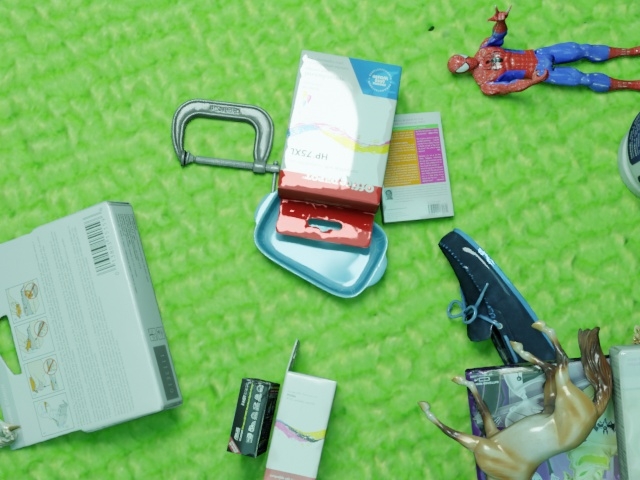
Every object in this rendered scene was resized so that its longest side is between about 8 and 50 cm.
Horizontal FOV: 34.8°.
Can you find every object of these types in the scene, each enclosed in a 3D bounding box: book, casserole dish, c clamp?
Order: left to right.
[{"bbox_3d":[-0.128,-0.124,1.379,0.161,0.022,0.137,12,83,0],"label":"c clamp"},{"bbox_3d":[0.000,0.000,1.359,0.188,0.037,0.114,30,83,2],"label":"casserole dish"},{"bbox_3d":[0.124,-0.098,1.377,0.096,0.035,0.144,-5,83,-5],"label":"book"}]

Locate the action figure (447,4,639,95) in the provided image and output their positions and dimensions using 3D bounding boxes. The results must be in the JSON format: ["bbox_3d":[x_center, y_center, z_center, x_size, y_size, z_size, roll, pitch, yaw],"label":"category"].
[{"bbox_3d":[0.311,-0.245,1.350,0.280,0.139,0.091,-1,82,1],"label":"action figure"}]

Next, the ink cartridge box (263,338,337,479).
[{"bbox_3d":[-0.022,0.228,1.289,0.067,0.115,0.198,12,83,1],"label":"ink cartridge box"}]

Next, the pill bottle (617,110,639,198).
[{"bbox_3d":[0.471,-0.124,1.269,0.153,0.264,0.153,0,84,-2],"label":"pill bottle"}]

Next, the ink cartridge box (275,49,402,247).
[{"bbox_3d":[0.021,-0.116,1.317,0.134,0.078,0.231,9,83,1],"label":"ink cartridge box"}]

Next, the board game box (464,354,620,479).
[{"bbox_3d":[0.361,0.244,1.248,0.347,0.056,0.208,-7,90,8],"label":"board game box"}]

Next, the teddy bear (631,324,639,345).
[{"bbox_3d":[0.462,0.231,1.315,0.245,0.113,0.338,43,92,10],"label":"teddy bear"}]

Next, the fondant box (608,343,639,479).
[{"bbox_3d":[0.468,0.278,1.161,0.238,0.096,0.330,-5,87,8],"label":"fondant box"}]

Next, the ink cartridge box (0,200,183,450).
[{"bbox_3d":[-0.324,0.114,1.329,0.239,0.060,0.275,-19,83,22],"label":"ink cartridge box"}]

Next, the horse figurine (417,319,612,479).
[{"bbox_3d":[0.246,0.210,1.212,0.263,0.066,0.174,-36,77,7],"label":"horse figurine"}]

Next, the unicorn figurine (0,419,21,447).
[{"bbox_3d":[-0.460,0.253,1.313,0.111,0.060,0.162,41,100,3],"label":"unicorn figurine"}]

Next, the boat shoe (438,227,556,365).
[{"bbox_3d":[0.227,0.105,1.316,0.089,0.109,0.258,-36,83,1],"label":"boat shoe"}]

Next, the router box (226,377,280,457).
[{"bbox_3d":[-0.083,0.221,1.286,0.038,0.122,0.092,12,82,5],"label":"router box"}]
